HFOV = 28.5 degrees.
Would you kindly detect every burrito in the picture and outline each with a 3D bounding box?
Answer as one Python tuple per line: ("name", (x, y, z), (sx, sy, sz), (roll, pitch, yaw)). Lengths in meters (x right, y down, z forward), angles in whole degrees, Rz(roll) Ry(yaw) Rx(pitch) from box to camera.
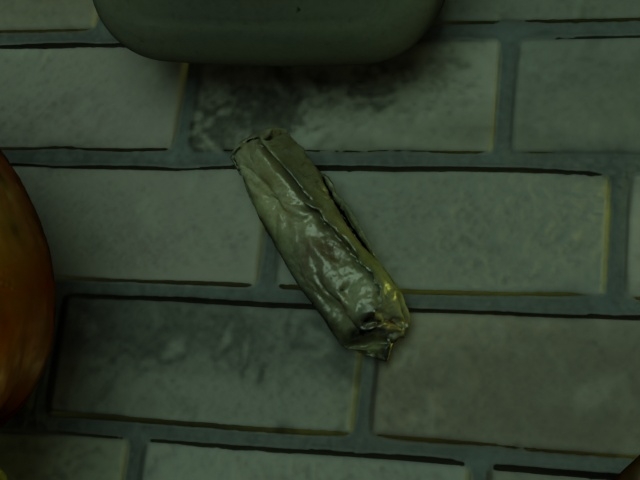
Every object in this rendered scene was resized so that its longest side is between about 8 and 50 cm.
("burrito", (0.001, 0.000, 0.852), (0.058, 0.045, 0.188), (-42, 67, 26))

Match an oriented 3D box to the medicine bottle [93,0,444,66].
("medicine bottle", (-0.035, -0.306, 0.838), (0.282, 0.123, 0.375), (3, 105, 13))

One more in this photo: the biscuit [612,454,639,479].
("biscuit", (0.201, 0.217, 0.726), (0.299, 0.045, 0.154), (-44, 68, -1))

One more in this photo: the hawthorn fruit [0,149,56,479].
("hawthorn fruit", (-0.349, 0.064, 0.764), (0.402, 0.403, 0.403), (-5, 71, 13))
